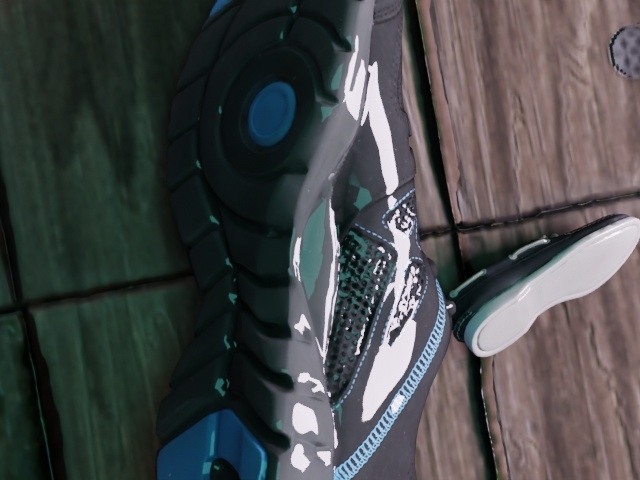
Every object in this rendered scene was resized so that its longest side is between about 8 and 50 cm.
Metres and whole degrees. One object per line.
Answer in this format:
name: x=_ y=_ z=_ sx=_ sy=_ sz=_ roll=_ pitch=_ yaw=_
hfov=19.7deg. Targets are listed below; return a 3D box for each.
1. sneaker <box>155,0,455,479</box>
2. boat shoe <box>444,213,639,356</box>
sneaker: x=0.000 y=0.000 z=0.966 sx=0.139 sy=0.125 sz=0.341 roll=15 pitch=80 yaw=-43
boat shoe: x=0.122 y=0.018 z=1.023 sx=0.125 sy=0.038 sz=0.046 roll=-35 pitch=140 yaw=-14
